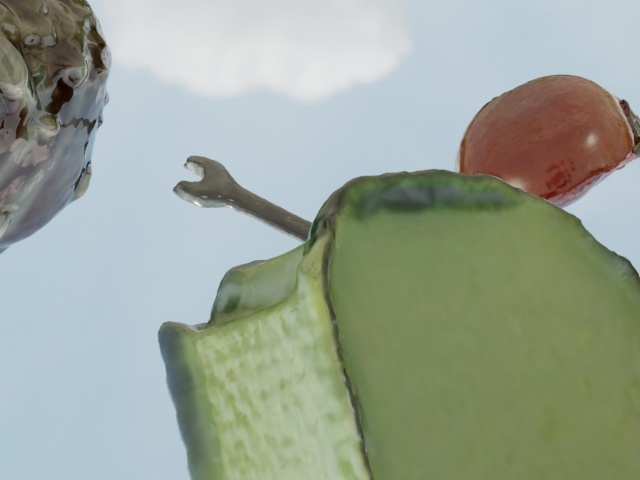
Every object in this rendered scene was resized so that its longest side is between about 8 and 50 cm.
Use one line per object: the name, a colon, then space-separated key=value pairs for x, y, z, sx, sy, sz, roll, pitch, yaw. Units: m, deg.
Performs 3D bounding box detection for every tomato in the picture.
tomato: x=0.153 y=-0.066 z=1.308 sx=0.139 sy=0.091 sz=0.159 roll=-30 pitch=-179 yaw=21

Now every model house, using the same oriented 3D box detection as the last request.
model house: x=0.027 y=0.091 z=0.822 sx=0.195 sy=0.214 sz=0.189 roll=-15 pitch=174 yaw=-46

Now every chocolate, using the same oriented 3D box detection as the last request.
chocolate: x=-0.279 y=-0.112 z=1.228 sx=0.340 sy=0.225 sz=0.210 roll=3 pitch=147 yaw=-42

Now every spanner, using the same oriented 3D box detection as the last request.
spanner: x=0.000 y=0.000 z=1.462 sx=0.254 sy=0.015 sz=0.054 roll=27 pitch=-142 yaw=10
